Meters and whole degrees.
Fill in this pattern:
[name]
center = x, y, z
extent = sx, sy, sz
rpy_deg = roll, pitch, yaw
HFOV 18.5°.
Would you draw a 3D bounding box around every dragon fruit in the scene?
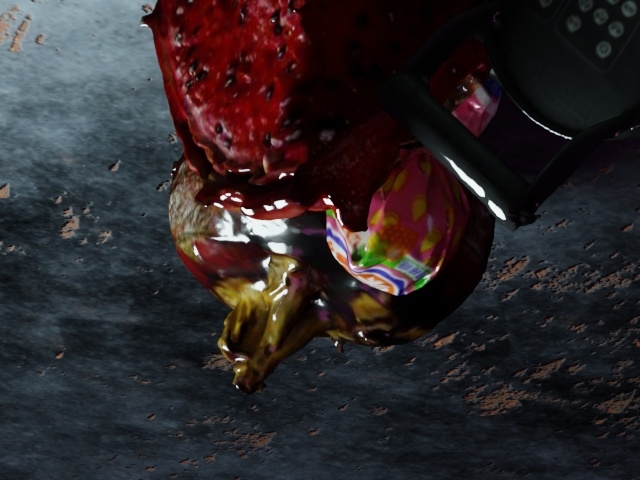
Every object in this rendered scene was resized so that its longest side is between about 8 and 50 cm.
[dragon fruit]
center = 0.008, -0.127, 1.635
extent = 0.228, 0.329, 0.286
rpy_deg = 14, 152, -32

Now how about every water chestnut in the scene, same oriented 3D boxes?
[water chestnut]
center = 0.000, 0.000, 1.882
extent = 0.335, 0.347, 0.335
rpy_deg = 13, 158, 5

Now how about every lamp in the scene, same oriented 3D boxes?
[lamp]
center = 0.266, -0.171, 1.538
extent = 0.374, 0.205, 0.272
rpy_deg = -50, 149, 10

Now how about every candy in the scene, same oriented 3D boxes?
[candy]
center = 0.133, -0.118, 1.664
extent = 0.124, 0.365, 0.124
rpy_deg = 33, -174, -4
